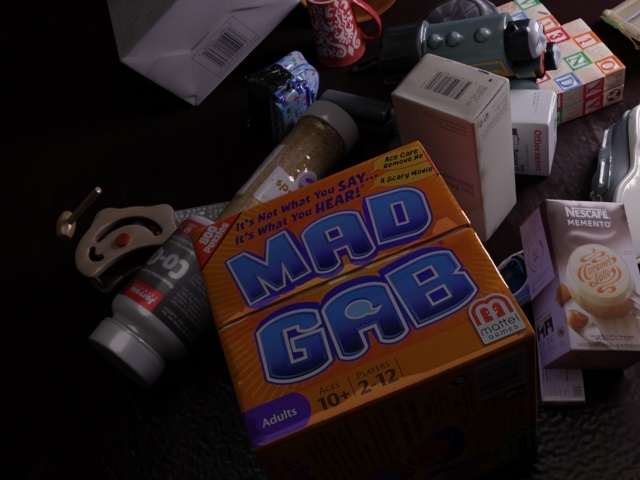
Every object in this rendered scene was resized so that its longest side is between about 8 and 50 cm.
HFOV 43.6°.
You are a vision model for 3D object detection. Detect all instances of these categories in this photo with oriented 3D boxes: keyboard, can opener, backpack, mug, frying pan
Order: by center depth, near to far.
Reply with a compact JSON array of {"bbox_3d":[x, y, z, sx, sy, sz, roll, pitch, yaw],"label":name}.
[{"bbox_3d":[0.113,-0.230,1.610,0.283,0.076,0.095,19,60,28],"label":"can opener"},{"bbox_3d":[-0.271,-0.033,1.611,0.256,0.014,0.072,-10,52,9],"label":"keyboard"},{"bbox_3d":[-0.066,-0.302,1.674,0.117,0.158,0.173,33,56,24],"label":"backpack"},{"bbox_3d":[0.224,-0.442,1.693,0.326,0.053,0.197,12,71,35],"label":"frying pan"},{"bbox_3d":[0.044,-0.492,1.768,0.150,0.169,0.113,-31,51,-7],"label":"mug"}]

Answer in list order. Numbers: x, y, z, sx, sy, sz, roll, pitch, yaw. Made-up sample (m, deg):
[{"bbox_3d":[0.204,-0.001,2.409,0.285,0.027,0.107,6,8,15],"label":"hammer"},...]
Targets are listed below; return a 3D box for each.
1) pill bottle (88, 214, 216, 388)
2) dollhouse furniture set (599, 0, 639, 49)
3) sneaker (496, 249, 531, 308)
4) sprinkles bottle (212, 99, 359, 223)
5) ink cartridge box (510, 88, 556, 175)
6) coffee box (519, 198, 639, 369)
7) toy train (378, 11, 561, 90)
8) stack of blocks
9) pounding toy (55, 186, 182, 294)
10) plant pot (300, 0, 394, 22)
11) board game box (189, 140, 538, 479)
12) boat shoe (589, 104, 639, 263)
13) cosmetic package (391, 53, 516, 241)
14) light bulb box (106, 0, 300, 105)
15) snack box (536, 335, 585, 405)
[{"bbox_3d":[-0.261,0.107,1.407,0.161,0.161,0.283,25,64,30],"label":"pill bottle"},{"bbox_3d":[0.756,-0.454,1.604,0.301,0.151,0.197,-32,29,13],"label":"dollhouse furniture set"},{"bbox_3d":[0.364,0.041,1.328,0.237,0.086,0.085,-34,51,-12],"label":"sneaker"},{"bbox_3d":[-0.068,-0.112,1.545,0.121,0.121,0.355,24,64,30],"label":"sprinkles bottle"},{"bbox_3d":[0.325,-0.201,1.478,0.208,0.153,0.087,5,59,21],"label":"ink cartridge box"},{"bbox_3d":[0.405,0.067,1.233,0.141,0.098,0.246,2,64,-11],"label":"coffee box"},{"bbox_3d":[0.266,-0.338,1.484,0.334,0.190,0.142,0,81,29],"label":"toy train"},{"bbox_3d":[0.455,-0.371,1.611,0.171,0.087,0.297,-22,51,-1],"label":"stack of blocks"},{"bbox_3d":[-0.393,0.001,1.526,0.270,0.155,0.154,-4,59,12],"label":"pounding toy"},{"bbox_3d":[0.074,-0.678,1.852,0.291,0.291,0.203,2,38,18],"label":"plant pot"},{"bbox_3d":[0.069,0.151,1.154,0.356,0.356,0.356,-22,51,-2],"label":"board game box"},{"bbox_3d":[0.529,-0.089,1.393,0.099,0.116,0.319,-26,41,56],"label":"boat shoe"},{"bbox_3d":[0.235,-0.152,1.367,0.160,0.309,0.113,27,64,32],"label":"cosmetic package"},{"bbox_3d":[-0.284,-0.572,1.807,0.358,0.225,0.361,-39,48,21],"label":"light bulb box"},{"bbox_3d":[0.376,0.175,1.262,0.064,0.022,0.178,-4,53,14],"label":"snack box"}]
